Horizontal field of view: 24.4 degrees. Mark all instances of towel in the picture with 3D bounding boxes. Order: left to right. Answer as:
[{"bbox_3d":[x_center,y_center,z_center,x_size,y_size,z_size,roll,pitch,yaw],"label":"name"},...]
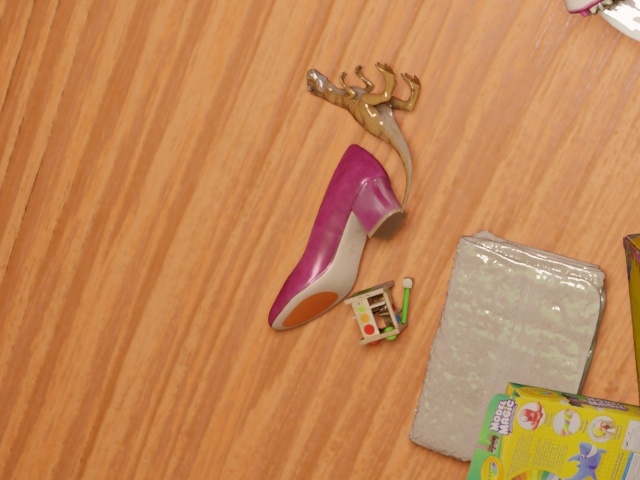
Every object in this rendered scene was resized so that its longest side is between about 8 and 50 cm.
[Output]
[{"bbox_3d":[0.221,0.140,1.746,0.187,0.049,0.282,18,105,15],"label":"towel"}]

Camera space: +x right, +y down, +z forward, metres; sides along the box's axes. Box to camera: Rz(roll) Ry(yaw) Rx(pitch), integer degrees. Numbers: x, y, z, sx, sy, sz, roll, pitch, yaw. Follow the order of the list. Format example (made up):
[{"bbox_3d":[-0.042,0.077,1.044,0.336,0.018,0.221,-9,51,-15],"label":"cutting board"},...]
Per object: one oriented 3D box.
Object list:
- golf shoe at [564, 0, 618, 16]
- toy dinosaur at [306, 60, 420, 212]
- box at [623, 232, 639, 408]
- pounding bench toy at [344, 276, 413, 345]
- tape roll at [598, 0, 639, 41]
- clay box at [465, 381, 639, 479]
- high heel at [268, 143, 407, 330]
[{"bbox_3d":[0.350,-0.357,1.484,0.306,0.115,0.140,-35,84,19],"label":"golf shoe"},{"bbox_3d":[0.073,-0.143,1.739,0.211,0.064,0.112,46,117,25],"label":"toy dinosaur"},{"bbox_3d":[0.484,0.131,1.565,0.279,0.177,0.289,-7,97,4],"label":"box"},{"bbox_3d":[0.083,0.085,1.776,0.083,0.052,0.065,-19,93,19],"label":"pounding bench toy"},{"bbox_3d":[0.405,-0.344,1.578,0.286,0.100,0.286,3,99,18],"label":"tape roll"},{"bbox_3d":[0.279,0.240,1.693,0.222,0.053,0.127,12,104,-12],"label":"clay box"},{"bbox_3d":[0.000,0.000,1.790,0.244,0.082,0.117,-51,54,31],"label":"high heel"}]
